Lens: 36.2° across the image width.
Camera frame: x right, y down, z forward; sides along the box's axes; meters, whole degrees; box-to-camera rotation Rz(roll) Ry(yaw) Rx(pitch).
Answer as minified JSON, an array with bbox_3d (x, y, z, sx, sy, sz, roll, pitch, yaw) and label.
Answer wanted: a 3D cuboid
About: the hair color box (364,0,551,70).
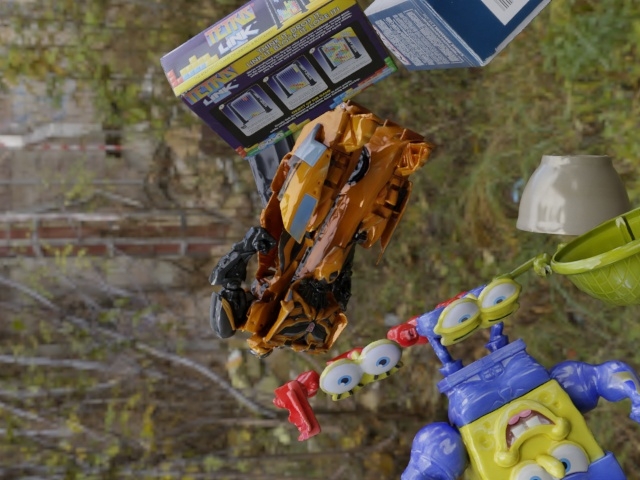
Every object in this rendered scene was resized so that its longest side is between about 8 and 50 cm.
[{"bbox_3d":[0.165,-0.292,1.124,0.174,0.105,0.347,-45,12,2],"label":"hair color box"}]

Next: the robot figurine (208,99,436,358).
[{"bbox_3d":[0.000,0.000,1.027,0.085,0.211,0.291,31,100,39],"label":"robot figurine"}]

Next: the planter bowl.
[{"bbox_3d":[0.364,-0.069,1.397,0.162,0.162,0.109,-148,59,-78],"label":"planter bowl"}]

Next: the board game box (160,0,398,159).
[{"bbox_3d":[-0.032,-0.156,0.863,0.048,0.170,0.141,65,-170,28],"label":"board game box"}]

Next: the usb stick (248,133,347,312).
[{"bbox_3d":[-0.034,-0.022,1.351,0.045,0.077,0.278,12,-124,-64],"label":"usb stick"}]

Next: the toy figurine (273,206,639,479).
[{"bbox_3d":[0.167,0.135,0.770,0.217,0.362,0.191,64,168,6],"label":"toy figurine"}]
